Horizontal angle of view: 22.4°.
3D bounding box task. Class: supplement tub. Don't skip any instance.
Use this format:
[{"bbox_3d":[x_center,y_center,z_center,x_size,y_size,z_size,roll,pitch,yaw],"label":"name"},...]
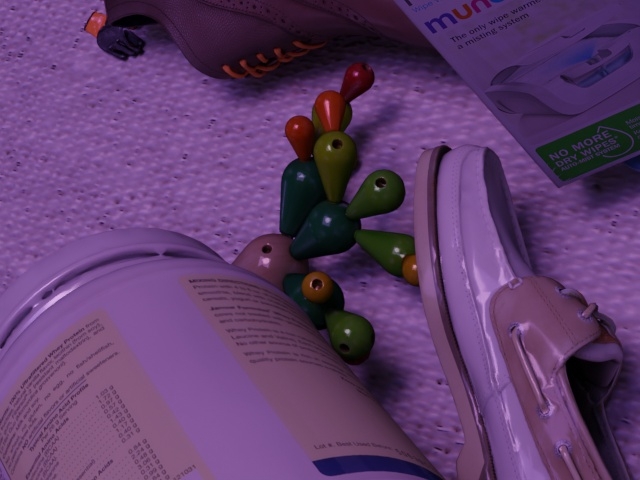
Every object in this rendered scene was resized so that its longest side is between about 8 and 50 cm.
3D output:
[{"bbox_3d":[-0.065,0.155,0.944,0.235,0.235,0.325,-47,41,4],"label":"supplement tub"}]

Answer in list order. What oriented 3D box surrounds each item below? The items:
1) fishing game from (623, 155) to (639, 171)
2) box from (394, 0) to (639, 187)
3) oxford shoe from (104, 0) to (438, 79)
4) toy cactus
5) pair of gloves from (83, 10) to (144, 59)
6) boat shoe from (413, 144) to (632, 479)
[{"bbox_3d":[0.261,-0.110,1.023,0.189,0.041,0.264,-53,43,-2],"label":"fishing game"},{"bbox_3d":[0.128,-0.208,1.003,0.127,0.231,0.262,-23,47,24],"label":"box"},{"bbox_3d":[-0.021,-0.175,1.197,0.364,0.130,0.132,22,104,39],"label":"oxford shoe"},{"bbox_3d":[0.000,0.000,1.111,0.180,0.112,0.219,-36,54,37],"label":"toy cactus"},{"bbox_3d":[-0.156,-0.191,1.337,0.074,0.010,0.083,34,89,38],"label":"pair of gloves"},{"bbox_3d":[0.132,0.075,0.978,0.103,0.113,0.302,-18,70,22],"label":"boat shoe"}]
